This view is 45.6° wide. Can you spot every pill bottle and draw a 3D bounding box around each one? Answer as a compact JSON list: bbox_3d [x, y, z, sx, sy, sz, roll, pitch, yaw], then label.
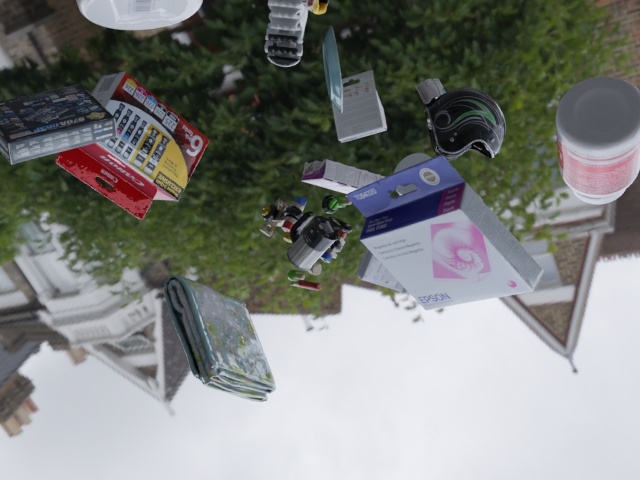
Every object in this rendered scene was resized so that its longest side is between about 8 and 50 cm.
[{"bbox_3d":[0.787,-0.262,2.148,0.229,0.407,0.228,-7,-114,16],"label":"pill bottle"},{"bbox_3d":[0.333,-0.124,2.166,0.176,0.318,0.176,-14,-116,29],"label":"pill bottle"}]

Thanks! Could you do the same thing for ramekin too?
[{"bbox_3d":[-0.368,-0.530,1.535,0.277,0.135,0.277,-8,175,-1],"label":"ramekin"}]

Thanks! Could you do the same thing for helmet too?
[{"bbox_3d":[0.324,-0.254,1.683,0.162,0.169,0.169,-15,-155,5],"label":"helmet"}]

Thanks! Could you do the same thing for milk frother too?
[{"bbox_3d":[0.000,0.000,2.055,0.134,0.143,0.129,-48,-142,33],"label":"milk frother"}]

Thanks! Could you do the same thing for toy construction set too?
[{"bbox_3d":[-0.078,-0.004,2.473,0.258,0.308,0.237,7,179,-40],"label":"toy construction set"}]

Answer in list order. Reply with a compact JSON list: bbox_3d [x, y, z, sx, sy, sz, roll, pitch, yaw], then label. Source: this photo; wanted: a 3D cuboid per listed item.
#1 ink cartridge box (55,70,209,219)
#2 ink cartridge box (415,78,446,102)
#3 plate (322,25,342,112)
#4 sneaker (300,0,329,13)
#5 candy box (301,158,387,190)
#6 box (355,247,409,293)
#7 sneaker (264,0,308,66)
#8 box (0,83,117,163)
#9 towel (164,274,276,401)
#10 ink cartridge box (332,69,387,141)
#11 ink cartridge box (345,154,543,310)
[{"bbox_3d":[-0.490,-0.238,2.009,0.130,0.309,0.271,5,-115,46],"label":"ink cartridge box"},{"bbox_3d":[0.254,-0.342,1.743,0.028,0.048,0.083,-29,176,34],"label":"ink cartridge box"},{"bbox_3d":[0.024,-0.371,1.661,0.024,0.188,0.188,-8,-155,-1],"label":"plate"},{"bbox_3d":[0.053,-0.483,1.328,0.225,0.092,0.088,-34,171,29],"label":"sneaker"},{"bbox_3d":[0.078,-0.201,2.480,0.159,0.234,0.071,4,-100,63],"label":"candy box"},{"bbox_3d":[0.195,0.049,1.885,0.038,0.186,0.145,35,-75,57],"label":"box"},{"bbox_3d":[-0.070,-0.564,1.789,0.110,0.292,0.118,14,-148,2],"label":"sneaker"},{"bbox_3d":[-0.552,-0.241,1.545,0.220,0.051,0.175,-22,-135,-31],"label":"box"},{"bbox_3d":[-0.296,0.291,2.257,0.090,0.320,0.374,-36,-126,16],"label":"towel"},{"bbox_3d":[0.108,-0.392,2.237,0.146,0.179,0.045,-13,168,23],"label":"ink cartridge box"},{"bbox_3d":[0.235,0.001,1.582,0.324,0.330,0.071,-20,-150,55],"label":"ink cartridge box"}]
